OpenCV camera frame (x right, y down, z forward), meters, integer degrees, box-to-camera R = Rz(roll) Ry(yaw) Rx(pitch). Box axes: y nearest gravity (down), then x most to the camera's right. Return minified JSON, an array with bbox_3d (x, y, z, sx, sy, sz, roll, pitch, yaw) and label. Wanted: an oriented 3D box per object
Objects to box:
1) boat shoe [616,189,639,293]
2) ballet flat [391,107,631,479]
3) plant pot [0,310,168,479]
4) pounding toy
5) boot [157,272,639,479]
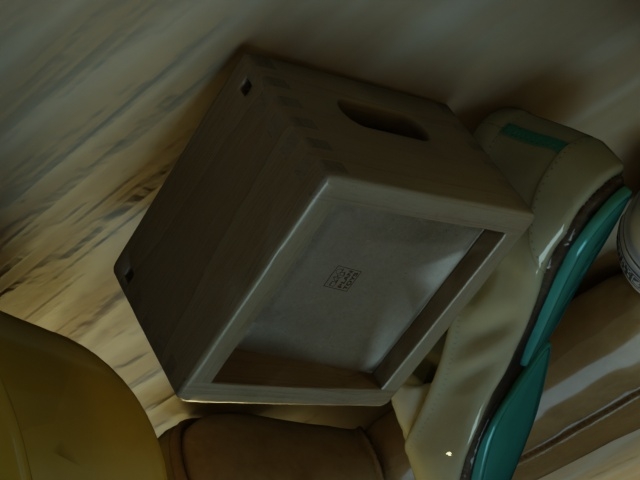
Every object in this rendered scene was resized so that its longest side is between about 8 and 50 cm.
[{"bbox_3d":[0.274,-0.024,0.611,0.258,0.095,0.084,-15,155,-8],"label":"boat shoe"},{"bbox_3d":[0.073,0.043,0.599,0.086,0.086,0.248,-6,134,-20],"label":"ballet flat"},{"bbox_3d":[-0.181,0.107,0.461,0.254,0.254,0.239,-28,165,18],"label":"plant pot"},{"bbox_3d":[0.000,0.000,0.521,0.141,0.100,0.130,8,128,-42],"label":"pounding toy"},{"bbox_3d":[0.072,0.094,0.724,0.269,0.089,0.236,-32,151,18],"label":"boot"}]
